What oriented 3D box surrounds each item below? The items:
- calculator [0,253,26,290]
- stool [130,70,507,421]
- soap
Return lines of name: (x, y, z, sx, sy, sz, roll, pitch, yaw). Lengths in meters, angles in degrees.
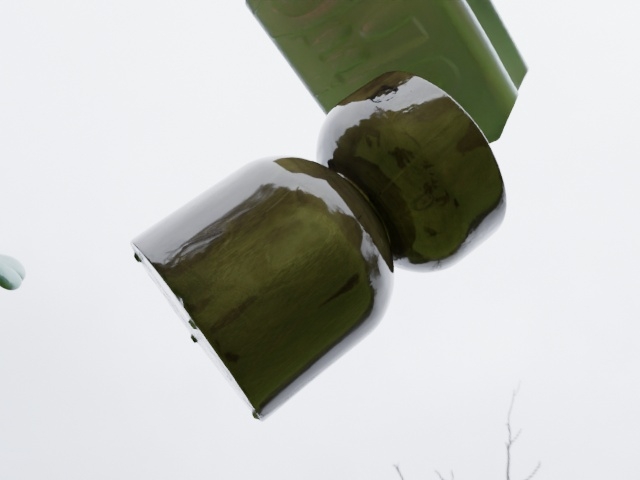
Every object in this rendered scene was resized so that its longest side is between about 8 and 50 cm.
calculator: (-0.497, -0.028, 0.770, 0.041, 0.185, 0.299, -42, -54, 0)
stool: (0.000, 0.000, 0.524, 0.264, 0.179, 0.179, -37, -65, -16)
soap: (0.060, -0.247, 0.678, 0.208, 0.115, 0.347, -22, -63, 37)
